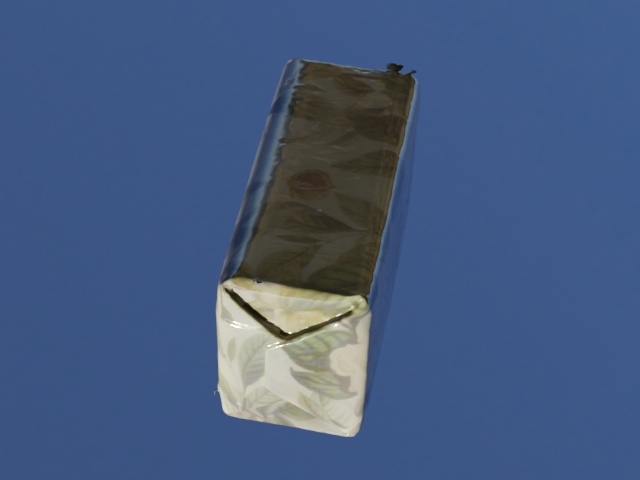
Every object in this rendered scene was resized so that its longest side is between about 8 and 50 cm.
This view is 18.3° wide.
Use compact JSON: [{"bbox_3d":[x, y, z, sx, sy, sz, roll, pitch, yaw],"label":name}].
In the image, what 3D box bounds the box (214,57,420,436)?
[{"bbox_3d":[0.000,0.000,0.563,0.045,0.062,0.098,8,-131,5],"label":"box"}]
